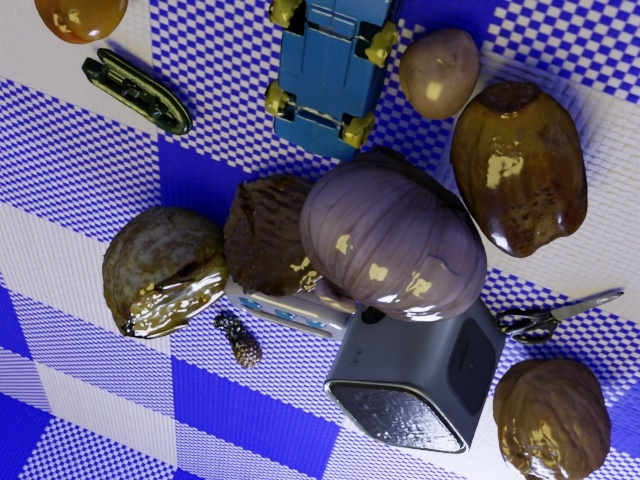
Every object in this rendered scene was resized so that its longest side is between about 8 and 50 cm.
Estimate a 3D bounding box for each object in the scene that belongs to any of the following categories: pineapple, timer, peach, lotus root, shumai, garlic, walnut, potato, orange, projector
[{"bbox_3d":[-0.199,0.234,2.309,0.074,0.074,0.159,-3,131,38],"label":"pineapple"},{"bbox_3d":[-0.062,0.123,1.964,0.262,0.087,0.237,18,168,6],"label":"timer"},{"bbox_3d":[-0.354,-0.359,1.440,0.138,0.138,0.138,18,149,11],"label":"peach"},{"bbox_3d":[0.274,-0.108,1.354,0.193,0.193,0.291,8,152,26],"label":"lotus root"},{"bbox_3d":[0.003,-0.001,1.758,0.283,0.217,0.346,4,176,-31],"label":"shumai"},{"bbox_3d":[0.112,-0.001,1.448,0.322,0.322,0.241,17,117,13],"label":"garlic"},{"bbox_3d":[0.442,0.345,1.874,0.257,0.257,0.224,44,177,-29],"label":"walnut"},{"bbox_3d":[0.162,-0.221,1.310,0.112,0.112,0.147,22,156,4],"label":"potato"},{"bbox_3d":[-0.309,0.048,1.935,0.210,0.271,0.368,61,161,17],"label":"orange"},{"bbox_3d":[0.184,0.238,1.858,0.249,0.249,0.248,-4,139,39],"label":"projector"}]

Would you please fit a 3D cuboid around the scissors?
[{"bbox_3d":[0.432,0.131,1.741,0.109,0.022,0.300,31,148,-18],"label":"scissors"}]

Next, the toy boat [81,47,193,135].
[{"bbox_3d":[-0.306,-0.250,1.646,0.210,0.052,0.104,34,146,-14],"label":"toy boat"}]

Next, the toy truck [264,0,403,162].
[{"bbox_3d":[0.028,-0.263,1.283,0.161,0.162,0.385,21,151,6],"label":"toy truck"}]
